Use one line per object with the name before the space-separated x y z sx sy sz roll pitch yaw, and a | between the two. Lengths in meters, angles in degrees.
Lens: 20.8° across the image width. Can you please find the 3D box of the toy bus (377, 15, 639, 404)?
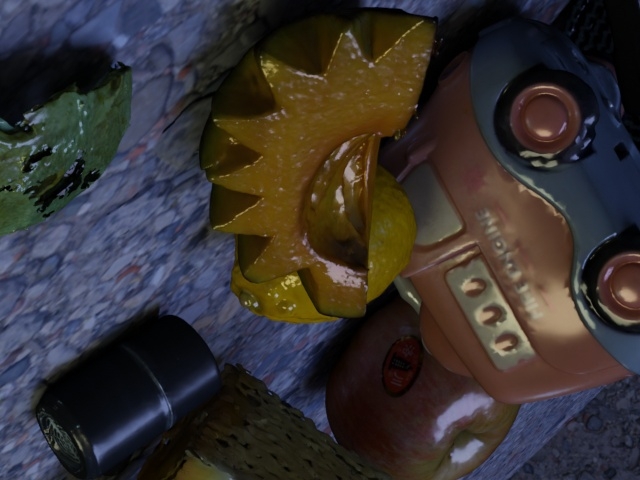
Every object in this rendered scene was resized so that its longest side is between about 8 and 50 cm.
toy bus | 0.156 -0.012 1.329 0.232 0.288 0.194 -30 180 24

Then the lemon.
lemon | 0.000 0.000 1.236 0.155 0.114 0.114 -33 160 -27

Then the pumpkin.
pumpkin | -0.012 -0.082 1.092 0.130 0.149 0.254 3 137 -7

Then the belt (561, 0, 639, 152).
belt | 0.324 -0.163 1.432 0.257 0.207 0.150 -42 167 20

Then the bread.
bread | -0.086 0.286 1.385 0.315 0.248 0.279 -56 180 4

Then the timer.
timer | 0.226 -0.195 1.243 0.187 0.055 0.144 66 36 -45

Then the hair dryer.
hair dryer | -0.156 0.142 1.316 0.124 0.071 0.219 -33 168 -26

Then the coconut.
coconut | -0.151 -0.043 0.900 0.158 0.055 0.133 -26 153 -42

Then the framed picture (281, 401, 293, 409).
framed picture | -0.096 0.208 1.667 0.149 0.011 0.109 -47 163 7

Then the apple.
apple | 0.101 0.141 1.706 0.209 0.164 0.209 -28 151 -18
